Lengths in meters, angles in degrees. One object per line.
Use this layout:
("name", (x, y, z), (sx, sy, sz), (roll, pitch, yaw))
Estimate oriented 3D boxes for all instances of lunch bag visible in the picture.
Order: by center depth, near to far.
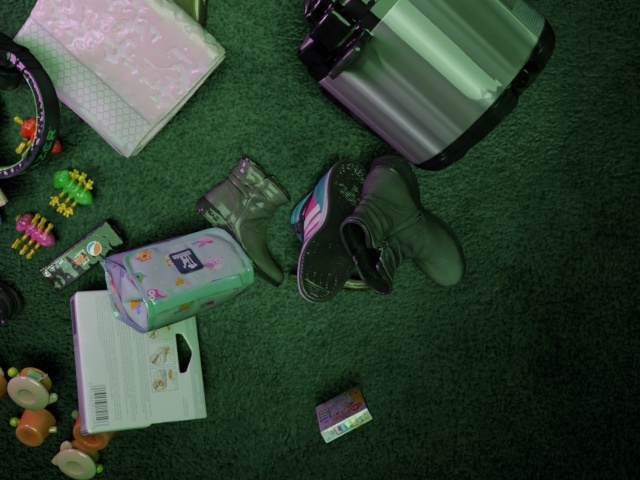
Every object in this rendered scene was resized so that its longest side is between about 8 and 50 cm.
("lunch bag", (-0.266, 0.074, 1.763), (0.223, 0.262, 0.160), (-17, 100, -26))

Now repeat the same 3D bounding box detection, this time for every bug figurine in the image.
("bug figurine", (-0.569, -0.099, 1.841), (0.216, 0.072, 0.279), (42, 99, -2))

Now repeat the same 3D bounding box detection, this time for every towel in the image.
("towel", (-0.389, -0.358, 1.765), (0.332, 0.053, 0.317), (43, 118, -9))

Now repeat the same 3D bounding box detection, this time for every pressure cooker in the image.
("pressure cooker", (0.162, -0.383, 1.705), (0.420, 0.370, 0.375), (39, 90, -12))

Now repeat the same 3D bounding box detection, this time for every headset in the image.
("headset", (-0.657, -0.286, 1.730), (0.394, 0.185, 0.243), (46, 113, 10))

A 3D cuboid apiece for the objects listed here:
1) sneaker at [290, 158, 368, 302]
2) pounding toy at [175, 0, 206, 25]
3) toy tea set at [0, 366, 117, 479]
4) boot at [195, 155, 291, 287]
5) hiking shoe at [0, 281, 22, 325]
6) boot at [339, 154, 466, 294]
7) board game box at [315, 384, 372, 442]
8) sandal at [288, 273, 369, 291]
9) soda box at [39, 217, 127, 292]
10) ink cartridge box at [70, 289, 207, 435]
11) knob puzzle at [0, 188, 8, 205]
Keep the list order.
("sneaker", (0.000, 0.000, 1.841), (0.123, 0.178, 0.296), (22, 66, -11))
("pounding toy", (-0.325, -0.455, 1.802), (0.206, 0.094, 0.181), (5, 106, 3))
("toy tea set", (-0.543, 0.329, 1.907), (0.336, 0.124, 0.200), (38, 124, -12))
("boot", (-0.116, -0.039, 1.883), (0.161, 0.083, 0.246), (-41, 100, -3))
("hiking shoe", (-0.692, 0.085, 1.838), (0.226, 0.114, 0.086), (32, 94, -8))
("boot", (0.151, 0.025, 1.804), (0.118, 0.223, 0.338), (-13, 129, 39))
("board game box", (0.046, 0.350, 1.910), (0.103, 0.154, 0.026), (-29, 100, 0))
("sandal", (0.023, 0.075, 1.915), (0.180, 0.072, 0.049), (3, 83, -6))
("soda box", (-0.471, 0.030, 1.877), (0.169, 0.053, 0.060), (-37, 100, 2))
("ink cartridge box", (-0.361, 0.233, 1.869), (0.238, 0.060, 0.275), (-1, 76, -27))
("knob puzzle", (-0.704, -0.113, 1.767), (0.213, 0.030, 0.213), (11, 124, 16))
